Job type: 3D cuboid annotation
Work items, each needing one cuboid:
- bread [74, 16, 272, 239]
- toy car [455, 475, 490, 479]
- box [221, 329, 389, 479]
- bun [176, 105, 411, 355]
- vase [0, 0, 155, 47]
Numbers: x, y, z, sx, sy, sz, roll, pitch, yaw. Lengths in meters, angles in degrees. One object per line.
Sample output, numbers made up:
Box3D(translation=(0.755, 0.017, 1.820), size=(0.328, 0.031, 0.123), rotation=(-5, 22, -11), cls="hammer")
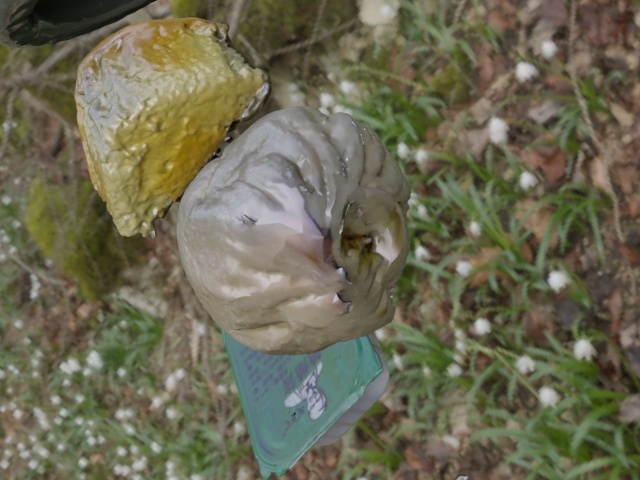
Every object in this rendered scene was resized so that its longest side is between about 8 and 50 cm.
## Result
Box3D(translation=(-0.203, -0.155, 1.169), size=(0.262, 0.163, 0.204), rotation=(-50, 42, 13), cls="bread")
Box3D(translation=(0.242, 0.462, 1.392), size=(0.235, 0.158, 0.172), rotation=(30, 61, 25), cls="toy car")
Box3D(translation=(-0.009, 0.151, 1.433), size=(0.264, 0.106, 0.336), rotation=(-49, 41, 27), cls="box")
Box3D(translation=(-0.013, -0.006, 1.063), size=(0.281, 0.281, 0.205), rotation=(-53, 20, -15), cls="bun")
Box3D(translation=(-0.189, -0.321, 0.707), size=(0.245, 0.291, 0.245), rotation=(-27, 4, 2), cls="vase")
